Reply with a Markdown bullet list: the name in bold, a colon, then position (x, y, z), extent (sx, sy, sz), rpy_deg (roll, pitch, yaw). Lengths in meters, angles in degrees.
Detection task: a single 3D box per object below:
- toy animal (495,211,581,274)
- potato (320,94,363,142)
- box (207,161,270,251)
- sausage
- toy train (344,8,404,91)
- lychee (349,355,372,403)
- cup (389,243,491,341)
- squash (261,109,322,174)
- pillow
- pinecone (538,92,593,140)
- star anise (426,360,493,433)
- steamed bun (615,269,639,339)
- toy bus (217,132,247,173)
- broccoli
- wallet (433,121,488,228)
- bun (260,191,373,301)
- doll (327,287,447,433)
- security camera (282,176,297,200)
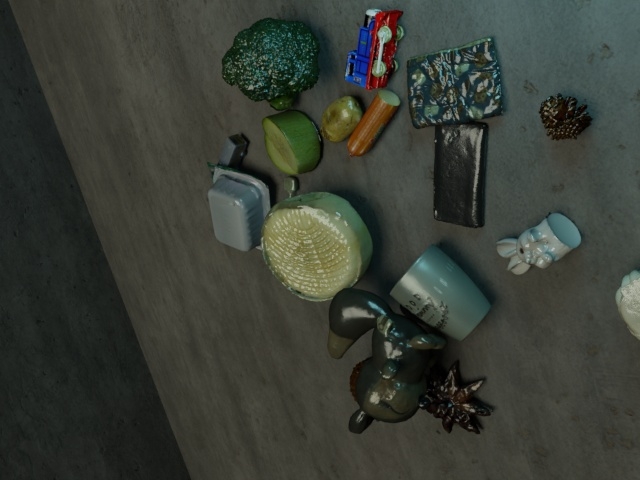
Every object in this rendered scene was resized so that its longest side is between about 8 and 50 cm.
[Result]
- **toy animal**: position (0.503, 0.028, 1.418), extent (0.104, 0.131, 0.221), rpy_deg (45, 140, -1)
- **potato**: position (0.057, -0.351, 1.702), extent (0.107, 0.080, 0.170), rpy_deg (53, 137, -4)
- **box**: position (-0.309, -0.093, 2.113), extent (0.264, 0.106, 0.336), rpy_deg (21, 133, 26)
- **sausage**: position (0.139, -0.316, 1.643), extent (0.071, 0.071, 0.234), rpy_deg (50, 137, 15)
- **toy train**: position (0.142, -0.505, 1.538), extent (0.131, 0.083, 0.203), rpy_deg (31, 129, 33)
- **lychee**: position (0.195, 0.471, 1.895), extent (0.238, 0.200, 0.200), rpy_deg (-16, 98, 50)
- **cup**: position (0.326, 0.172, 1.633), extent (0.234, 0.186, 0.258), rpy_deg (43, 144, 10)
- **squash**: position (-0.109, -0.300, 1.862), extent (0.220, 0.133, 0.220), rpy_deg (28, 133, 34)
- **pillow**: position (0.324, -0.382, 1.445), extent (0.256, 0.034, 0.188), rpy_deg (-1, 104, 42)
- **pinecone**: position (0.524, -0.266, 1.268), extent (0.109, 0.102, 0.102), rpy_deg (45, 136, 36)
- **star anise**: position (0.387, 0.484, 1.774), extent (0.272, 0.103, 0.271), rpy_deg (18, 118, 37)
- **steamed bun**: position (0.737, 0.134, 1.252), extent (0.183, 0.106, 0.182), rpy_deg (17, 118, 36)
- **toy bus**: position (-0.322, -0.296, 2.105), extent (0.064, 0.075, 0.190), rpy_deg (47, 135, 16)
- **broccoli**: position (-0.126, -0.507, 1.705), extent (0.297, 0.297, 0.297), rpy_deg (40, 173, 24)
- **wallet**: position (0.362, -0.172, 1.525), extent (0.146, 0.030, 0.285), rpy_deg (12, 116, 35)
- **bun**: position (0.001, 0.001, 1.837), extent (0.365, 0.202, 0.364), rpy_deg (13, 119, 25)
- **doll**: position (0.176, 0.352, 1.717), extent (0.378, 0.252, 0.382), rpy_deg (46, 124, 46)
- **security camera**: position (-0.099, -0.170, 1.974), extent (0.058, 0.058, 0.092), rpy_deg (22, 112, 36)
